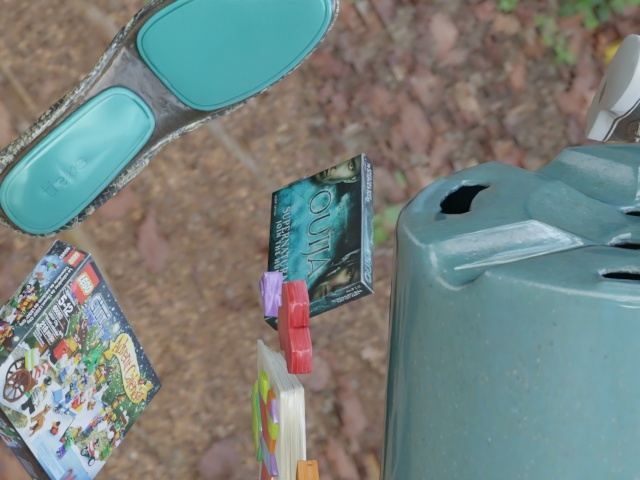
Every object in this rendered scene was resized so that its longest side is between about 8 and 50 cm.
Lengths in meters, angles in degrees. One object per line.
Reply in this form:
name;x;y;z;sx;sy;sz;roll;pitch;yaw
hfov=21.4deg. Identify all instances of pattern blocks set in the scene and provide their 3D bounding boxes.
pattern blocks set;-0.037;0.191;1.527;0.026;0.285;0.325;-3;92;-10

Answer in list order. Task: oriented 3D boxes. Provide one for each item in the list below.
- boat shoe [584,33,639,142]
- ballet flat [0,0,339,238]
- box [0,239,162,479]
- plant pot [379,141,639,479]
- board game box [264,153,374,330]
boat shoe;0.325;-0.150;1.727;0.070;0.219;0.078;14;79;1
ballet flat;-0.193;-0.189;1.976;0.164;0.482;0.182;49;12;-22
box;-0.245;0.131;1.621;0.159;0.044;0.233;-54;149;-24
plant pot;0.162;0.143;0.744;0.341;0.341;0.334;-22;114;-50
board game box;0.000;0.000;1.843;0.026;0.126;0.186;45;33;-39
